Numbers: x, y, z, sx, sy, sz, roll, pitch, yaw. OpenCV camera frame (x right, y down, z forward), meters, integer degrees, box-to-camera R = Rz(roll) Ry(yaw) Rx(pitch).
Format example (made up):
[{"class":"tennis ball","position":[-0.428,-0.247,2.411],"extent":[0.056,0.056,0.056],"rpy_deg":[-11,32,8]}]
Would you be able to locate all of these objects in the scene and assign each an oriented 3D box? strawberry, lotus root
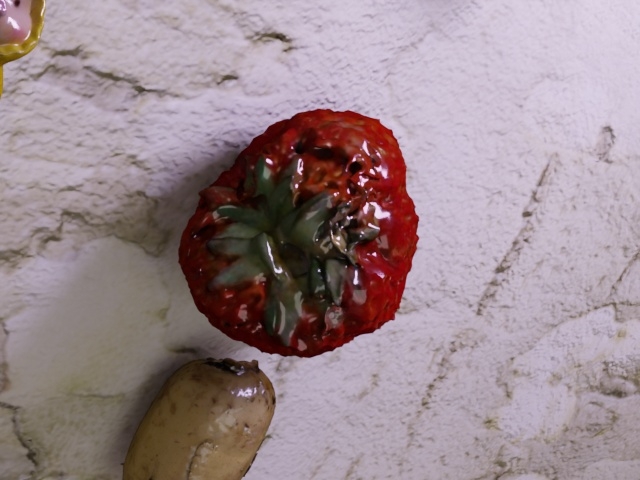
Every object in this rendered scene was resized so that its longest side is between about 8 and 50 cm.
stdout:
[{"class":"strawberry","position":[0.000,0.000,1.785],"extent":[0.312,0.267,0.351],"rpy_deg":[-52,164,0]},{"class":"lotus root","position":[-0.164,0.272,1.939],"extent":[0.160,0.146,0.284],"rpy_deg":[18,104,-26]}]

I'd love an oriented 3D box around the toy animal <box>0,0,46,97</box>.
[{"class":"toy animal","position":[-0.351,-0.187,1.413],"extent":[0.156,0.156,0.229],"rpy_deg":[26,95,-48]}]
